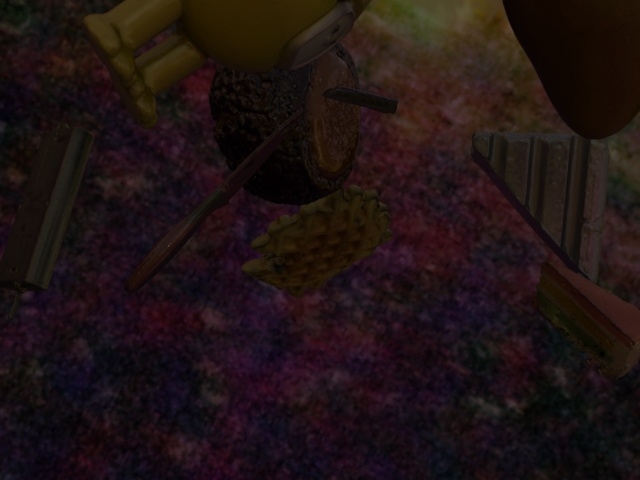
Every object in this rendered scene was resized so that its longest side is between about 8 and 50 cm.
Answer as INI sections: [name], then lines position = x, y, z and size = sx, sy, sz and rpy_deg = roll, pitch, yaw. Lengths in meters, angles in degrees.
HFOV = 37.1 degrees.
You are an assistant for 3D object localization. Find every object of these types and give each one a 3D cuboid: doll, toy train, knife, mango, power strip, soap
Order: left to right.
[power strip]
position = -0.361, -0.025, 1.231
size = 0.092, 0.268, 0.034
rpy_deg = -3, -23, 41
[knife]
position = -0.101, -0.038, 0.934
size = 0.018, 0.247, 0.035
rpy_deg = 43, -6, 19
[doll]
position = -0.007, -0.221, 0.694
size = 0.145, 0.363, 0.199
rpy_deg = 47, -13, 19
[toy train]
position = 0.043, -0.156, 1.048
size = 0.083, 0.017, 0.017
rpy_deg = 15, 17, 5
[soap]
position = 0.400, -0.065, 1.816
size = 0.258, 0.302, 0.159
rpy_deg = 2, 7, -2
[mango]
position = 0.198, -0.183, 0.701
size = 0.138, 0.253, 0.113
rpy_deg = -32, 41, -24

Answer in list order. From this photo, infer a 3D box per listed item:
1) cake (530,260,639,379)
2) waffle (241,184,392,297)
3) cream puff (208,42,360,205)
[cake]
position = 0.476, 0.131, 1.670
size = 0.090, 0.109, 0.225
rpy_deg = -20, 49, -31
[waffle]
position = 0.001, 0.002, 1.560
size = 0.261, 0.250, 0.056
rpy_deg = 34, 27, -56
[cream puff]
position = -0.047, -0.164, 1.248
size = 0.165, 0.239, 0.239
rpy_deg = 1, 6, 25
